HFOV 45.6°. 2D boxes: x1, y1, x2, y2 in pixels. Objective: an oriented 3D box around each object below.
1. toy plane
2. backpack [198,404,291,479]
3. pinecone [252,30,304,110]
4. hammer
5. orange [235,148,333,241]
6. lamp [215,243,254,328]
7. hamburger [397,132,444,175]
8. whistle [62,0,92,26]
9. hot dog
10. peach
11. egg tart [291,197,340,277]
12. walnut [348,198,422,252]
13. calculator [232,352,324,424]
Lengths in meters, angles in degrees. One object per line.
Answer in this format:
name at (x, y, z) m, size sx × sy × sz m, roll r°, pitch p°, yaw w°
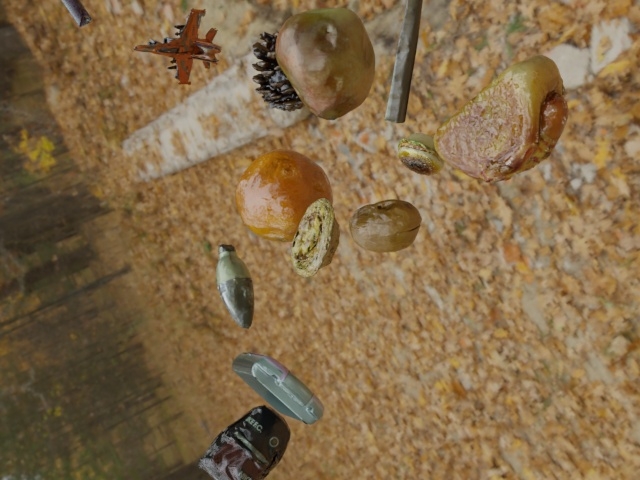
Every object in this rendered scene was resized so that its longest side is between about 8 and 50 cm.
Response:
toy plane at (-0.247, -0.327, 1.288) m, size 0.062 × 0.188 × 0.135 m, roll 33°, pitch 120°, yaw 37°
backpack at (-0.129, 0.376, 1.376) m, size 0.120 × 0.165 × 0.106 m, roll 38°, pitch 168°, yaw 2°
pinecone at (-0.081, -0.429, 1.918) m, size 0.179 × 0.184 × 0.205 m, roll -8°, pitch 102°, yaw 33°
hammer at (0.129, -0.311, 1.104) m, size 0.027 × 0.125 × 0.298 m, roll 39°, pitch 129°, yaw 47°
orange at (-0.096, -0.111, 2.040) m, size 0.261 × 0.261 × 0.261 m, roll 52°, pitch 157°, yaw 32°
lamp at (-0.238, 0.127, 2.127) m, size 0.101 × 0.101 × 0.250 m, roll 121°, pitch 137°, yaw -67°
hamburger at (0.261, -0.221, 1.984) m, size 0.126 × 0.082 × 0.141 m, roll 19°, pitch 156°, yaw 19°
whistle at (-0.532, -0.521, 1.569) m, size 0.033 × 0.033 × 0.177 m, roll 40°, pitch 164°, yaw 50°
hot dog at (0.318, -0.186, 1.290) m, size 0.153 × 0.150 × 0.256 m, roll 56°, pitch 144°, yaw 5°
peach at (0.014, -0.375, 1.621) m, size 0.214 × 0.214 × 0.236 m, roll 15°, pitch 123°, yaw 65°
egg tart at (0.000, 0.000, 1.184) m, size 0.129 × 0.049 × 0.129 m, roll -45°, pitch 36°, yaw 47°
walnut at (0.180, -0.023, 2.123) m, size 0.087 × 0.211 × 0.167 m, roll -85°, pitch -19°, yaw -53°
calculator at (-0.076, 0.244, 1.276) m, size 0.141 × 0.045 × 0.246 m, roll 44°, pitch 163°, yaw -8°
